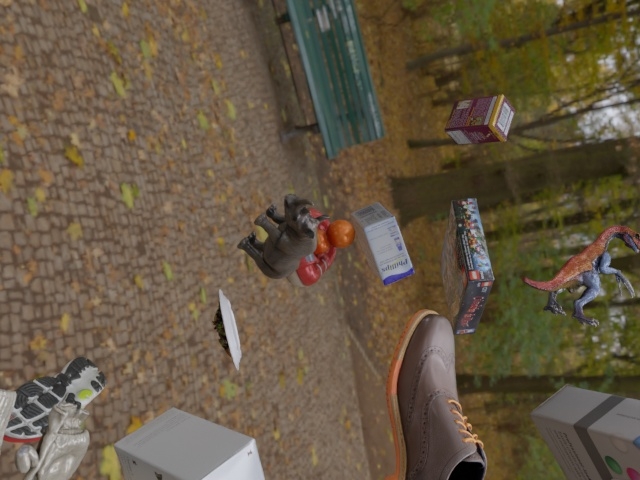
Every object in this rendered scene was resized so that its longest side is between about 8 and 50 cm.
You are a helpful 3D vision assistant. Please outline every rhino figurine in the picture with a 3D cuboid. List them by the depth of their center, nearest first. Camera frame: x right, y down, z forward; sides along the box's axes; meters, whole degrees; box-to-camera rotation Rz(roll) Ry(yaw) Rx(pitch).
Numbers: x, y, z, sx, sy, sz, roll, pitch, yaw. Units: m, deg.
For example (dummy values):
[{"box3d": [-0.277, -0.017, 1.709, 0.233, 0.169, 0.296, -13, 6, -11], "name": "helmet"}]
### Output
[{"box3d": [-0.057, -0.010, 1.169, 0.106, 0.243, 0.073, 42, 55, 0], "name": "rhino figurine"}]

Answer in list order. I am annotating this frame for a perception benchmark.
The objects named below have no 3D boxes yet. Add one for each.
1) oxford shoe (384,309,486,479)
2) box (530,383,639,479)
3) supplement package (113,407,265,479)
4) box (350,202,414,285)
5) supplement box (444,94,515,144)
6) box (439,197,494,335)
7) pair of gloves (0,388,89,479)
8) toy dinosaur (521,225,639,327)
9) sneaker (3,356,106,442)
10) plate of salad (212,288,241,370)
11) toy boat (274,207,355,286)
[{"box3d": [0.175, 0.269, 0.984, 0.130, 0.132, 0.364, 25, 60, -40], "name": "oxford shoe"}, {"box3d": [0.207, 0.154, 0.364, 0.145, 0.038, 0.186, 59, -17, -5], "name": "box"}, {"box3d": [-0.168, 0.305, 0.916, 0.105, 0.179, 0.105, -26, 112, -43], "name": "supplement package"}, {"box3d": [0.129, 0.005, 1.483, 0.126, 0.072, 0.137, -121, -170, -70], "name": "box"}, {"box3d": [0.229, -0.172, 1.014, 0.043, 0.083, 0.055, 36, 68, -39], "name": "supplement box"}, {"box3d": [0.258, 0.053, 1.267, 0.233, 0.044, 0.159, 83, 2, -60], "name": "box"}, {"box3d": [-0.417, 0.312, 0.957, 0.204, 0.042, 0.240, -67, 151, -12], "name": "pair of gloves"}, {"box3d": [0.188, 0.017, 0.479, 0.090, 0.047, 0.082, 40, 72, -42], "name": "toy dinosaur"}, {"box3d": [-0.492, 0.312, 1.280, 0.107, 0.118, 0.279, 43, 14, 6], "name": "sneaker"}, {"box3d": [-0.228, 0.215, 1.683, 0.200, 0.048, 0.200, 167, -90, -86], "name": "plate of salad"}, {"box3d": [0.000, 0.000, 1.464, 0.231, 0.151, 0.151, -42, 115, -77], "name": "toy boat"}]
